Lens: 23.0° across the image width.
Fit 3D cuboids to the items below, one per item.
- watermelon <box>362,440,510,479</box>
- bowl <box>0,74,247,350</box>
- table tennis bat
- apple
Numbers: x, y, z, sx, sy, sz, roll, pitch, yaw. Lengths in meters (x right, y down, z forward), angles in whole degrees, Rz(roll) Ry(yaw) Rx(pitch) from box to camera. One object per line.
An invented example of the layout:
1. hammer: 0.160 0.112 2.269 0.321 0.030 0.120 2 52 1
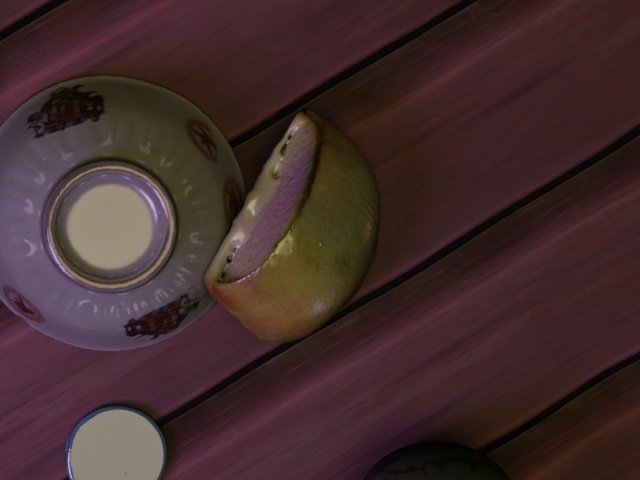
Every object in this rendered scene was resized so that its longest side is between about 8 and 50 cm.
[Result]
1. watermelon: 0.143 0.344 1.899 0.212 0.212 0.212 -1 96 -8
2. bowl: -0.244 -0.022 1.832 0.337 0.157 0.337 -1 97 -7
3. table tennis bat: -0.255 0.301 1.929 0.124 0.033 0.201 8 93 -7
4. apple: 0.000 0.000 1.869 0.193 0.120 0.265 38 75 -30
